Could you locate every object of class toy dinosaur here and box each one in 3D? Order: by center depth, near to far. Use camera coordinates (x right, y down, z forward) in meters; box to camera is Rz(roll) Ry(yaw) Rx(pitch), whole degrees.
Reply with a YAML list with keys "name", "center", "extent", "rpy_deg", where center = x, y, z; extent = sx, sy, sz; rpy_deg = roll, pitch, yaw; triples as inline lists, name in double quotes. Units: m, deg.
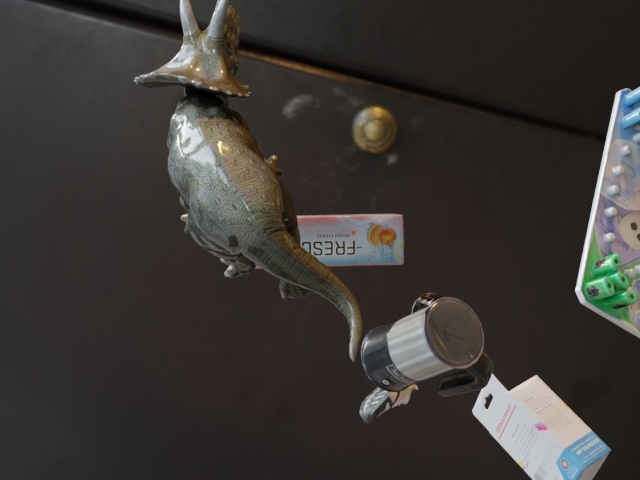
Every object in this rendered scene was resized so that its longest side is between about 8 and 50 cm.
- name: "toy dinosaur"
  center: [-0.069, -0.037, 0.709]
  extent: [0.121, 0.313, 0.160]
  rpy_deg: [-22, -31, 3]

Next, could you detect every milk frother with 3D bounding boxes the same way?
- name: "milk frother"
  center: [0.140, 0.105, 1.106]
  extent: [0.129, 0.143, 0.135]
  rpy_deg: [22, -29, -23]

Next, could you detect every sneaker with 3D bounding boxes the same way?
- name: "sneaker"
  center: [0.090, 0.200, 1.179]
  extent: [0.040, 0.043, 0.109]
  rpy_deg: [-25, 10, 46]

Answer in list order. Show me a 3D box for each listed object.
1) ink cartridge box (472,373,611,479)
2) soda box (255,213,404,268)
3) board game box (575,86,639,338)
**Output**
- name: "ink cartridge box"
  center: [0.304, 0.265, 1.296]
  extent: [0.062, 0.104, 0.181]
  rpy_deg: [-23, 54, -30]
- name: "soda box"
  center: [0.000, 0.000, 1.050]
  extent: [0.183, 0.058, 0.063]
  rpy_deg: [-1, 3, -5]
- name: "board game box"
  center: [0.586, 0.002, 1.426]
  extent: [0.390, 0.390, 0.050]
  rpy_deg: [29, -28, -18]
